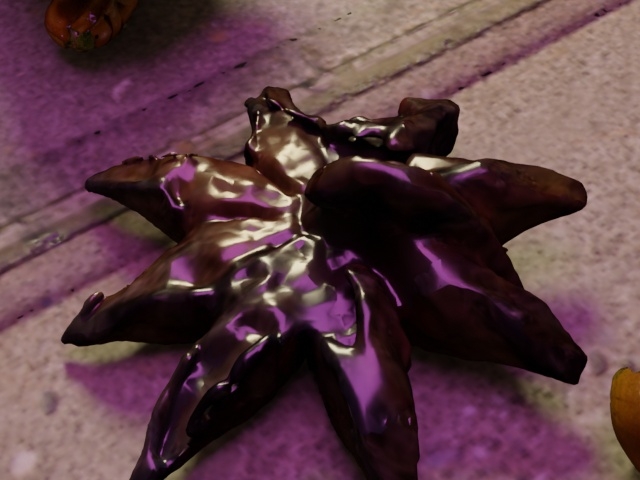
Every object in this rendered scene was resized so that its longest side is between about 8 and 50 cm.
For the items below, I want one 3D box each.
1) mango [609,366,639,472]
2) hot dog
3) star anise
[{"bbox_3d":[0.179,0.088,0.489,0.127,0.063,0.077,14,55,18],"label":"mango"},{"bbox_3d":[-0.126,-0.148,0.709,0.049,0.037,0.122,4,43,18],"label":"hot dog"},{"bbox_3d":[0.000,0.000,0.537,0.272,0.102,0.272,-2,50,2],"label":"star anise"}]
